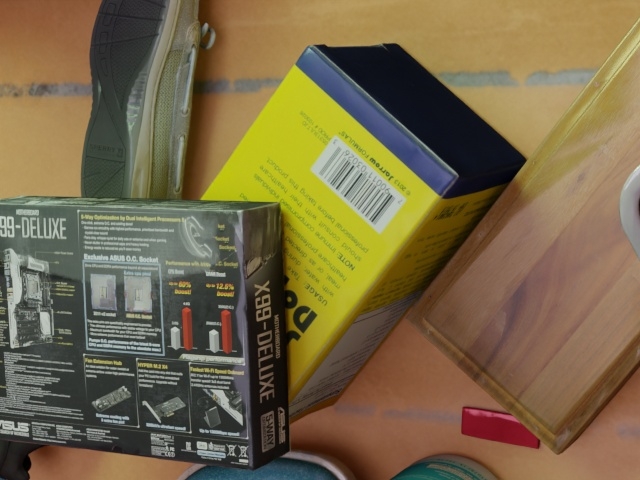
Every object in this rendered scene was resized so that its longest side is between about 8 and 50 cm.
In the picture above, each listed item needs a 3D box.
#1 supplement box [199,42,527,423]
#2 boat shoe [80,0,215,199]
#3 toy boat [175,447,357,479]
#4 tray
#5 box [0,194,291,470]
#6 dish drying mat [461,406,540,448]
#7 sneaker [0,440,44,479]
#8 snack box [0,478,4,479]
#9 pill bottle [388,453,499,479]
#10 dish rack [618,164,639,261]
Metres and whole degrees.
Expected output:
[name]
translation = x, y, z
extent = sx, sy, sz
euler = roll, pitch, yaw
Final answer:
[supplement box]
translation = 0.000, 0.000, 1.450
extent = 0.195, 0.194, 0.356
euler = 43, 113, 15
[boat shoe]
translation = -0.179, -0.167, 1.578
extent = 0.118, 0.103, 0.320
euler = 14, 98, 43
[toy boat]
translation = -0.094, 0.258, 1.558
extent = 0.267, 0.148, 0.318
euler = -17, 90, 28
[tray]
translation = 0.280, -0.015, 1.384
extent = 0.203, 0.076, 0.411
euler = 42, 113, 15
[box]
translation = -0.182, 0.081, 1.402
extent = 0.307, 0.076, 0.242
euler = 1, 98, 28
[dish drying mat]
translation = 0.184, 0.191, 1.495
extent = 0.083, 0.008, 0.032
euler = 7, 101, 24
[sneaker]
translation = -0.309, 0.157, 1.683
extent = 0.130, 0.109, 0.286
euler = 38, 103, -15
[snack box]
translation = -0.536, 0.237, 1.817
extent = 0.322, 0.060, 0.187
euler = -14, 91, 27
[pill bottle]
translation = 0.086, 0.307, 1.415
extent = 0.146, 0.264, 0.146
euler = 4, 98, 25
[dish rack]
translation = 0.451, -0.012, 1.250
extent = 0.333, 0.072, 0.285
euler = -26, 106, 17
